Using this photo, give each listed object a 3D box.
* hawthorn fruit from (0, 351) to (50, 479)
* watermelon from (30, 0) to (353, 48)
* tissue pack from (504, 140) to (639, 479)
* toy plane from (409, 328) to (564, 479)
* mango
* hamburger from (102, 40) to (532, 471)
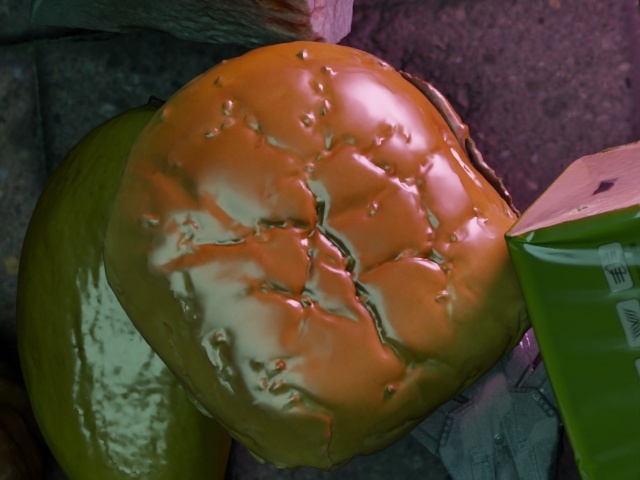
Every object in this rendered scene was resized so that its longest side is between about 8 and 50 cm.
[{"bbox_3d":[-0.342,0.176,1.444,0.258,0.258,0.262,28,117,13],"label":"hawthorn fruit"},{"bbox_3d":[-0.065,-0.237,1.383,0.258,0.387,0.228,31,71,-27],"label":"watermelon"},{"bbox_3d":[0.258,0.077,1.257,0.167,0.200,0.274,-15,101,26],"label":"tissue pack"},{"bbox_3d":[0.144,0.173,1.370,0.212,0.088,0.267,-18,68,15],"label":"toy plane"},{"bbox_3d":[-0.144,0.054,1.428,0.195,0.142,0.331,13,89,8],"label":"mango"},{"bbox_3d":[0.000,0.000,1.294,0.319,0.158,0.318,1,81,-7],"label":"hamburger"}]
